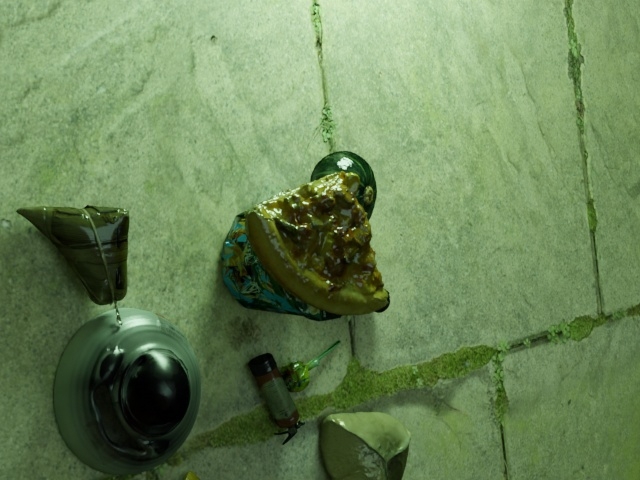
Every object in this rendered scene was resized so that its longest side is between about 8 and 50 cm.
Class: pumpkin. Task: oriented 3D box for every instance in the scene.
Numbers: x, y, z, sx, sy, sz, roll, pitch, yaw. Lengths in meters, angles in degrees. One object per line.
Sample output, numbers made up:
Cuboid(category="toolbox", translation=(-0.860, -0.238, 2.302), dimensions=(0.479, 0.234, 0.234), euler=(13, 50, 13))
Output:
Cuboid(category="pumpkin", translation=(0.042, -0.094, 2.082), dimensions=(0.167, 0.125, 0.167), euler=(-35, 135, -44))

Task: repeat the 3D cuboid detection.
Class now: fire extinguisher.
Cuboid(category="fire extinguisher", translation=(-0.081, 0.296, 1.974), dimensions=(0.062, 0.050, 0.177), euler=(-23, 106, -2))

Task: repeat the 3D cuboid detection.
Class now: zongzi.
Cuboid(category="zongzi", translation=(-0.391, 0.038, 1.676), dimensions=(0.178, 0.081, 0.188), euler=(0, 96, -28))

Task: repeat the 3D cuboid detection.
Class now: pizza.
Cuboid(category="pizza", translation=(0.000, 0.035, 1.807), dimensions=(0.258, 0.087, 0.268), euler=(-27, 107, -40))

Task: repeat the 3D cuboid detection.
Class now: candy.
Cuboid(category="candy", translation=(-0.013, 0.234, 2.057), dimensions=(0.194, 0.058, 0.062), euler=(-33, 150, -51))

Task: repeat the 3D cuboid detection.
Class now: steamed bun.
Cuboid(category="steamed bun", translation=(0.105, 0.448, 2.110), dimensions=(0.231, 0.110, 0.212), euler=(7, 82, -43))

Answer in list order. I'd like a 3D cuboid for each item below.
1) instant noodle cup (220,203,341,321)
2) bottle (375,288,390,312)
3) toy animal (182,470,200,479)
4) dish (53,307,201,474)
Cuboid(category="instant noodle cup", translation=(-0.059, 0.035, 1.927), dimensions=(0.240, 0.178, 0.240), euler=(6, 82, -45))
Cuboid(category="bottle", translation=(0.078, 0.096, 2.148), dimensions=(0.164, 0.060, 0.060), euler=(34, 63, -39))
Cuboid(category="toy animal", translation=(-0.167, 0.506, 1.811), dimensions=(0.230, 0.156, 0.156), euler=(45, 56, -21))
Cuboid(category="dish", translation=(-0.278, 0.244, 1.717), dimensions=(0.273, 0.134, 0.273), euler=(5, 82, -44))
